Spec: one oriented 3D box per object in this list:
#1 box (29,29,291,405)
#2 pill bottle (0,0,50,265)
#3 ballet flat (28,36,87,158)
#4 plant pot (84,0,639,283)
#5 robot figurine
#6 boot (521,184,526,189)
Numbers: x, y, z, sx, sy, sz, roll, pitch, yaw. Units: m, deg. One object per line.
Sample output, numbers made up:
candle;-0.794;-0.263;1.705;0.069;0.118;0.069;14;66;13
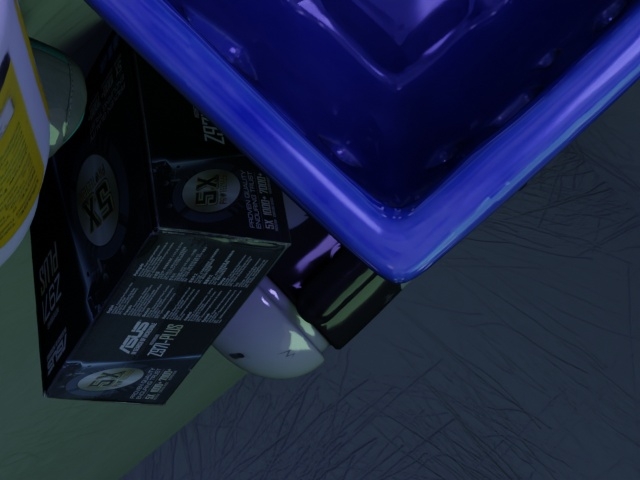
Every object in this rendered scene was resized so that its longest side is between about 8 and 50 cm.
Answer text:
box;-0.097;-0.014;0.924;0.077;0.147;0.180;7;144;-27
pill bottle;-0.155;-0.047;0.566;0.119;0.119;0.208;-43;172;-12
ballet flat;-0.200;-0.017;0.780;0.213;0.072;0.068;-46;146;9
plant pot;0.032;-0.146;0.645;0.236;0.236;0.212;-45;180;5
robot figurine;-0.001;-0.001;1.528;0.278;0.173;0.209;-44;162;-4
boot;0.158;-0.162;1.134;0.348;0.131;0.260;-29;-155;55
